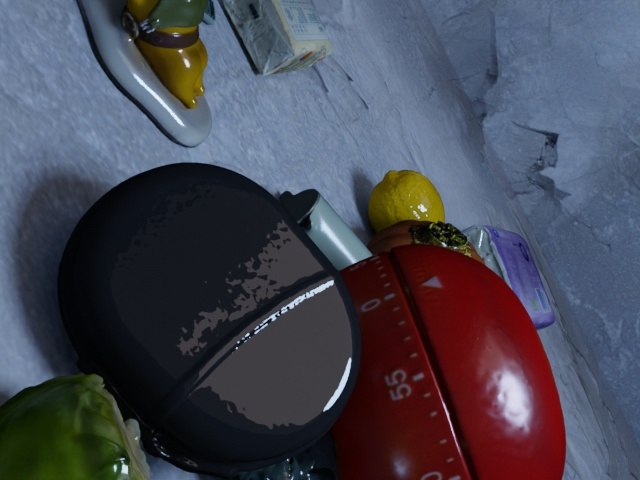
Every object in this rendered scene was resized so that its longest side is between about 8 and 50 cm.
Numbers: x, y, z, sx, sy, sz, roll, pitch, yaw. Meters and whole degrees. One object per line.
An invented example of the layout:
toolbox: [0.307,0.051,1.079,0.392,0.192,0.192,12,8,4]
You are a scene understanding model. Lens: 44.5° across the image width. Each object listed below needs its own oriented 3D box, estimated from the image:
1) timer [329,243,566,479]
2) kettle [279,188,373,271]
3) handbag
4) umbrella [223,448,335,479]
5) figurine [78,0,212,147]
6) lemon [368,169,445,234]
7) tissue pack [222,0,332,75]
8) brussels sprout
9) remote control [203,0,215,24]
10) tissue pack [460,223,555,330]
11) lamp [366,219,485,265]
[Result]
timer: [0.136,0.192,0.953,0.378,0.279,0.378,-18,90,-88]
kettle: [0.005,-0.002,1.150,0.148,0.098,0.127,50,34,-24]
handbag: [-0.099,0.068,0.736,0.308,0.093,0.253,50,57,0]
umbrella: [-0.092,0.145,0.822,0.143,0.094,0.349,12,56,-66]
figurine: [-0.170,-0.252,0.966,0.250,0.141,0.167,53,25,-26]
lemon: [0.163,-0.047,1.463,0.187,0.142,0.142,58,25,-26]
tissue pack: [-0.068,-0.367,1.341,0.148,0.092,0.196,63,25,-4]
brussels sprout: [-0.188,0.178,0.567,0.151,0.122,0.149,174,-102,-79]
remote control: [-0.200,-0.369,1.161,0.124,0.017,0.053,32,42,-52]
tissue pack: [0.389,0.105,1.759,0.338,0.160,0.242,8,60,-61]
lamp: [0.175,0.062,1.315,0.223,0.197,0.223,16,34,-11]
